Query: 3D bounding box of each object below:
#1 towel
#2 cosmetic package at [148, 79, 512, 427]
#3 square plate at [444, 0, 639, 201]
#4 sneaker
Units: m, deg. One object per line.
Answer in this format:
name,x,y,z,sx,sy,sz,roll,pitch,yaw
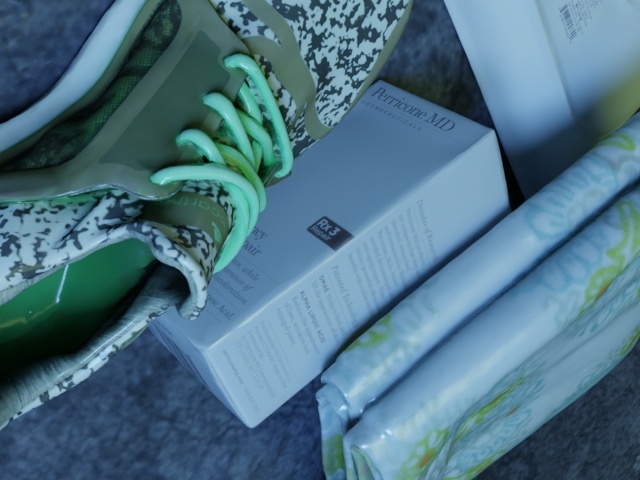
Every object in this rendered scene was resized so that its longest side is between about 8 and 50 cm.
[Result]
towel,0.153,0.082,0.717,0.374,0.090,0.320,-37,157,-18
cosmetic package,0.000,0.000,0.608,0.231,0.117,0.085,-39,134,-18
square plate,0.241,-0.242,0.721,0.344,0.049,0.347,-45,133,-12
sneaker,-0.076,-0.021,0.486,0.410,0.182,0.158,-42,133,-14
